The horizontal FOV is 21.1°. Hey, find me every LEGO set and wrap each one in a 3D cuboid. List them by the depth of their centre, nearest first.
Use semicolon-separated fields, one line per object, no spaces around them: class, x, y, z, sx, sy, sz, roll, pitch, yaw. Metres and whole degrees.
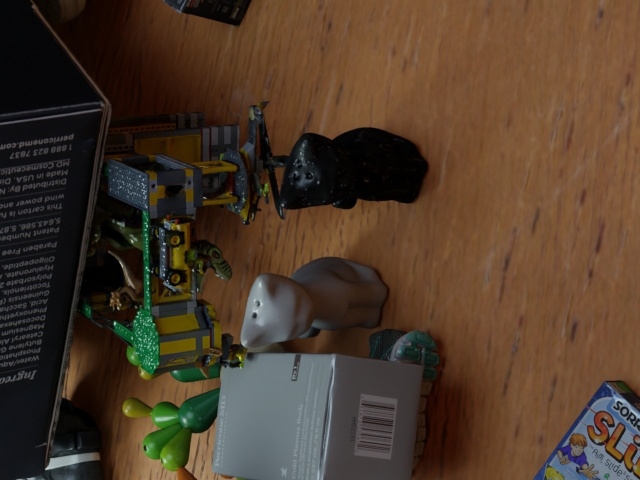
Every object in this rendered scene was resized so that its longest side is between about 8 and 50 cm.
LEGO set;-0.128;-0.009;1.698;0.331;0.192;0.254;9;104;62

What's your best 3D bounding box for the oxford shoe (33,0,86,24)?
oxford shoe;-0.380;-0.353;1.979;0.449;0.169;0.130;22;58;44

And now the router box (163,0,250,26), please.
router box;-0.100;-0.287;1.771;0.038;0.092;0.122;37;108;33

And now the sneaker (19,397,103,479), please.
sneaker;-0.327;0.230;1.921;0.217;0.079;0.121;-1;83;29

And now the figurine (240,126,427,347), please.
figurine;0.000;0.000;1.588;0.092;0.209;0.214;20;99;21

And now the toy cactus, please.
toy cactus;-0.101;0.168;1.748;0.180;0.112;0.219;-41;59;7

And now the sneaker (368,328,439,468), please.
sneaker;0.062;0.160;1.642;0.076;0.065;0.166;21;96;53

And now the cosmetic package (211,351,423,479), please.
cosmetic package;-0.007;0.168;1.597;0.238;0.107;0.127;-9;74;60

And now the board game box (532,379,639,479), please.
board game box;0.283;0.235;1.472;0.201;0.035;0.136;44;112;31

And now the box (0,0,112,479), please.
box;-0.468;-0.054;1.780;0.480;0.297;0.471;50;139;40
